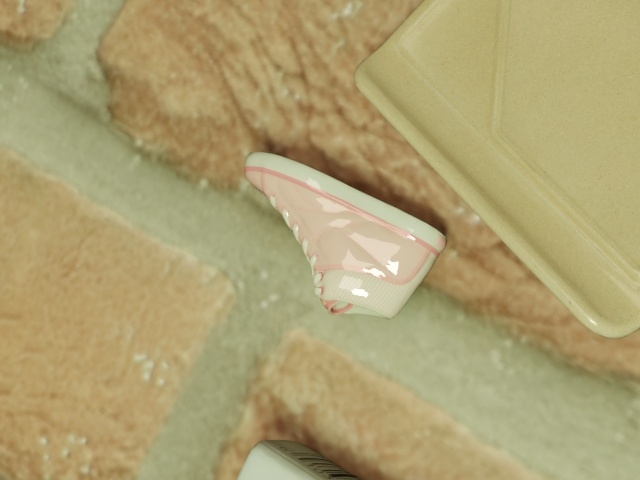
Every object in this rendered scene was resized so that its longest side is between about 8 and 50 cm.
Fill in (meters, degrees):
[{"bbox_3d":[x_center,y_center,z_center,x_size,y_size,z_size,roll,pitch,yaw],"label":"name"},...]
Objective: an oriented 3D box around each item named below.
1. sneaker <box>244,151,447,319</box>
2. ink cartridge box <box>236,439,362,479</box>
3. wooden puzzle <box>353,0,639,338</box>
[{"bbox_3d":[0.000,0.000,0.651,0.134,0.051,0.070,27,88,22],"label":"sneaker"},{"bbox_3d":[0.033,0.323,0.570,0.324,0.071,0.330,27,95,29],"label":"ink cartridge box"},{"bbox_3d":[0.167,-0.101,0.600,0.238,0.044,0.221,-44,66,8],"label":"wooden puzzle"}]
